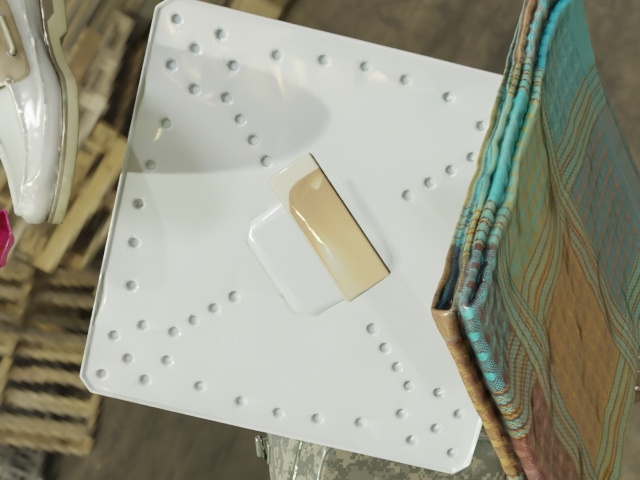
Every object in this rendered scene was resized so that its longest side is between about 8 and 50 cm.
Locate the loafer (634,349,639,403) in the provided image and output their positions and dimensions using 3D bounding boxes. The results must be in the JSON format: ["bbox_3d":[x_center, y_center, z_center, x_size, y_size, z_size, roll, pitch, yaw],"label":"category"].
[{"bbox_3d":[0.421,0.188,1.915,0.366,0.130,0.134,1,19,29],"label":"loafer"}]

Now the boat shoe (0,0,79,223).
[{"bbox_3d":[-0.278,-0.131,1.168,0.302,0.103,0.113,-108,33,-42],"label":"boat shoe"}]

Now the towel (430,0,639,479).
[{"bbox_3d":[0.169,0.019,0.885,0.040,0.271,0.370,-10,35,27],"label":"towel"}]

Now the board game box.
[{"bbox_3d":[0.000,0.000,1.252,0.050,0.390,0.390,-89,13,-75],"label":"board game box"}]

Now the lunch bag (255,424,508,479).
[{"bbox_3d":[0.081,0.324,1.858,0.256,0.305,0.212,-147,61,-70],"label":"lunch bag"}]

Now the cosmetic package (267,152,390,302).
[{"bbox_3d":[0.008,-0.010,1.035,0.041,0.115,0.060,-34,0,3],"label":"cosmetic package"}]

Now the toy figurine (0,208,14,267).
[{"bbox_3d":[-0.376,-0.005,1.290,0.159,0.130,0.173,-27,-48,-43],"label":"toy figurine"}]
